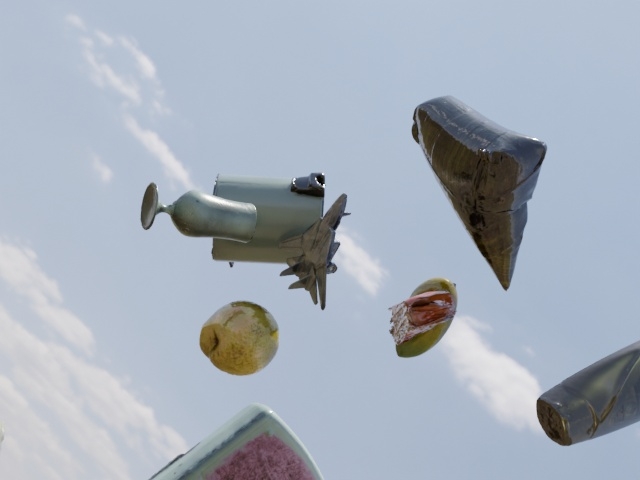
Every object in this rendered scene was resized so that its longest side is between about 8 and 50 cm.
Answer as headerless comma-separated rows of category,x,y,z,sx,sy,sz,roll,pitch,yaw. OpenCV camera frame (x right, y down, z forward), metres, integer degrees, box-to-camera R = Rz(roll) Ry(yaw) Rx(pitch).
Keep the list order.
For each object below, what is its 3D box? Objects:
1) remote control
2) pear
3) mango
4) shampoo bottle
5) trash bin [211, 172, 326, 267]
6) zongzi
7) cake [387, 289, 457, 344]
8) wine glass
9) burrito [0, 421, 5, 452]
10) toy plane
remote control,-0.145,0.297,0.747,0.145,0.344,0.050,62,-22,-16
pear,-0.181,0.217,1.841,0.178,0.178,0.178,33,-28,21
mango,0.285,0.208,2.221,0.137,0.237,0.091,9,-16,42
shampoo bottle,0.516,0.238,1.385,0.084,0.350,0.125,22,-52,63
trash bin,-0.124,-0.050,2.042,0.263,0.217,0.277,4,-50,-1
zongzi,0.381,-0.129,2.160,0.403,0.208,0.432,46,-31,47
cake,0.237,0.187,2.049,0.098,0.135,0.287,69,-20,7
wine glass,-0.255,-0.054,1.773,0.231,0.103,0.103,10,-12,-28
burrito,-0.381,0.309,0.801,0.076,0.392,0.117,19,-60,-14
toy plane,0.009,0.000,1.828,0.212,0.088,0.267,53,-55,34
